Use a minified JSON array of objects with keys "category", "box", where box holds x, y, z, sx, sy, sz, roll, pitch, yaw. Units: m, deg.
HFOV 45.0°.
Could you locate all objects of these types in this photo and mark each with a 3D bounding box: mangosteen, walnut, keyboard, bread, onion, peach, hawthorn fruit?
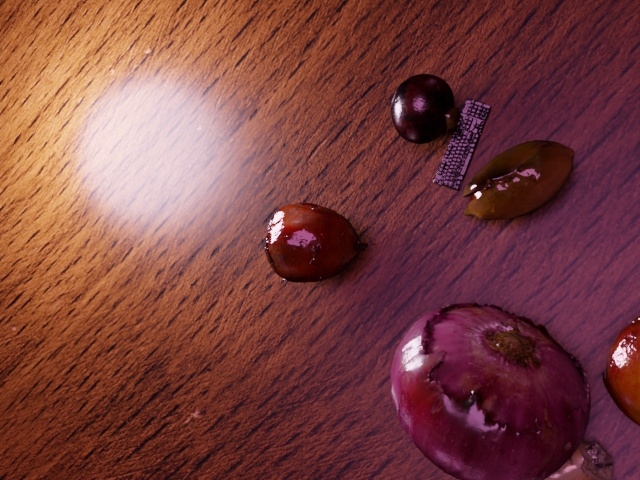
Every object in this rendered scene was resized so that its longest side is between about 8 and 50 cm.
[{"category":"mangosteen","box":[0.223,-0.270,1.604,0.152,0.152,0.152,-3,82,20]},{"category":"walnut","box":[0.390,-0.115,1.533,0.245,0.137,0.137,-31,73,15]},{"category":"keyboard","box":[0.301,-0.205,1.637,0.060,0.018,0.195,21,91,19]},{"category":"bread","box":[0.459,0.443,1.442,0.177,0.084,0.119,-35,106,14]},{"category":"onion","box":[0.287,0.289,1.412,0.345,0.358,0.358,-46,69,27]},{"category":"peach","box":[0.618,0.232,1.350,0.231,0.231,0.231,-3,82,20]},{"category":"hawthorn fruit","box":[0.000,0.000,1.646,0.235,0.181,0.181,-5,81,7]}]
